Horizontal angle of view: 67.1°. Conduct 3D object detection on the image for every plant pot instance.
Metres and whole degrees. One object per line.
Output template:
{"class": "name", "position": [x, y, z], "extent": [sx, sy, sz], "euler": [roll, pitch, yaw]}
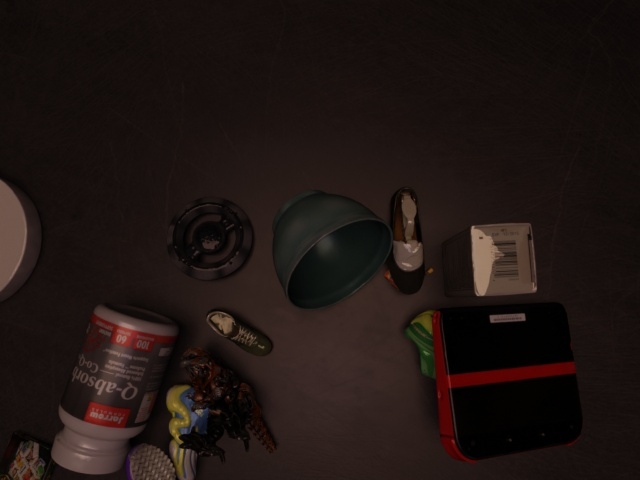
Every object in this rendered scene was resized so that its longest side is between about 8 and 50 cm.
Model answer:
{"class": "plant pot", "position": [0.000, 0.000, 1.177], "extent": [0.293, 0.293, 0.196], "euler": [-37, 56, -2]}

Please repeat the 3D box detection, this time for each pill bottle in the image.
{"class": "pill bottle", "position": [-0.501, 0.352, 1.179], "extent": [0.210, 0.210, 0.363], "euler": [17, 85, 5]}

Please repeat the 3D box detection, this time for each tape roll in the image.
{"class": "tape roll", "position": [-0.966, -0.002, 1.319], "extent": [0.392, 0.072, 0.392], "euler": [0, 82, 4]}

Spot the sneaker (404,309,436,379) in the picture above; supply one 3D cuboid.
{"class": "sneaker", "position": [0.319, 0.307, 1.202], "extent": [0.123, 0.109, 0.295], "euler": [-33, 91, 35]}

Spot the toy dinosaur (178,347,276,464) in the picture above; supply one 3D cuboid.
{"class": "toy dinosaur", "position": [-0.217, 0.399, 1.171], "extent": [0.322, 0.218, 0.164], "euler": [30, 111, -7]}

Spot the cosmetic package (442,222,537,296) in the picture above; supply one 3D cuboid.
{"class": "cosmetic package", "position": [0.378, 0.055, 1.119], "extent": [0.129, 0.296, 0.153], "euler": [-3, 84, 2]}

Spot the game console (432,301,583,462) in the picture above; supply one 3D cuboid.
{"class": "game console", "position": [0.445, 0.325, 1.142], "extent": [0.386, 0.060, 0.342], "euler": [0, 78, -20]}

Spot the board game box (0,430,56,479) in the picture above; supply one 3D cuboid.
{"class": "board game box", "position": [-0.787, 0.645, 1.252], "extent": [0.136, 0.030, 0.260], "euler": [21, 85, 3]}

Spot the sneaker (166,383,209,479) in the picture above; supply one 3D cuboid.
{"class": "sneaker", "position": [-0.312, 0.479, 1.213], "extent": [0.126, 0.091, 0.240], "euler": [-10, 85, -2]}

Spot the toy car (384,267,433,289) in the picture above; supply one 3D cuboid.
{"class": "toy car", "position": [0.230, 0.081, 1.253], "extent": [0.122, 0.040, 0.060], "euler": [-27, 82, 0]}

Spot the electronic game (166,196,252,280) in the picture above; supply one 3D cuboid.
{"class": "electronic game", "position": [-0.296, -0.007, 1.291], "extent": [0.229, 0.048, 0.229], "euler": [0, 76, -1]}

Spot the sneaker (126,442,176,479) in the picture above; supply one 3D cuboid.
{"class": "sneaker", "position": [-0.406, 0.615, 1.157], "extent": [0.146, 0.102, 0.293], "euler": [-12, 110, 31]}

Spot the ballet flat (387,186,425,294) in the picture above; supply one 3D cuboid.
{"class": "ballet flat", "position": [0.213, -0.008, 1.213], "extent": [0.095, 0.096, 0.280], "euler": [-3, 72, 0]}

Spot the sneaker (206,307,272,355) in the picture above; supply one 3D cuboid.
{"class": "sneaker", "position": [-0.215, 0.238, 1.237], "extent": [0.192, 0.086, 0.064], "euler": [33, 86, 6]}
